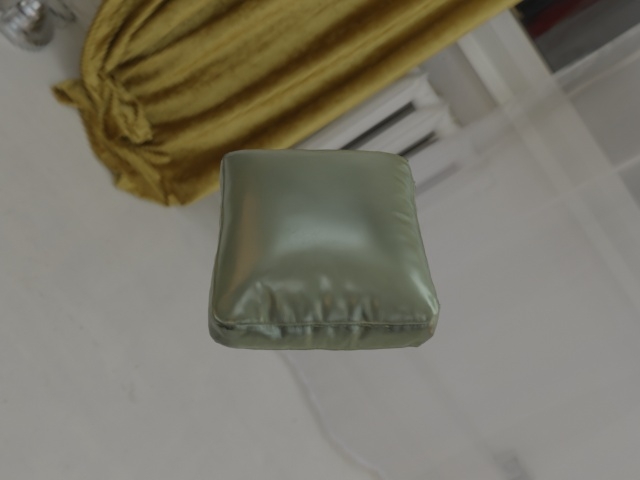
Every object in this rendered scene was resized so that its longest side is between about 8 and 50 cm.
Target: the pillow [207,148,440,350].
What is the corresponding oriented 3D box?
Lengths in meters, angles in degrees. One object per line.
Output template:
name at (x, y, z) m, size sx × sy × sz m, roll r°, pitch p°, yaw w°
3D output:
pillow at (0.000, 0.000, 1.139) m, size 0.322 × 0.255 × 0.119 m, roll -94°, pitch -174°, yaw -49°
